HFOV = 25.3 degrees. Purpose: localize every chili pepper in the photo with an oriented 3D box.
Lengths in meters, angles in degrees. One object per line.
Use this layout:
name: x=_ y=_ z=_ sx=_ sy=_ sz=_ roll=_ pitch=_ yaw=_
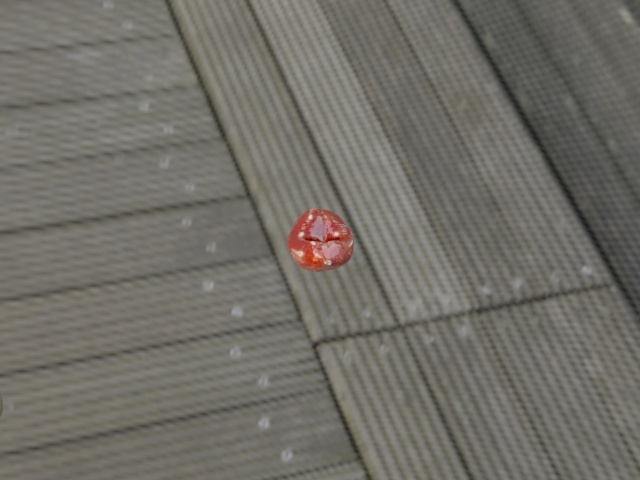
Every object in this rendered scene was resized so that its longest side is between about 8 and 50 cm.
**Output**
chili pepper: x=-0.001 y=-0.001 z=1.275 sx=0.059 sy=0.050 sz=0.191 roll=8 pitch=9 yaw=-4

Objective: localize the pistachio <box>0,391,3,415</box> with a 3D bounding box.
pistachio: x=-0.270 y=0.115 z=0.886 sx=0.149 sy=0.113 sz=0.113 roll=-1 pitch=45 yaw=-52
